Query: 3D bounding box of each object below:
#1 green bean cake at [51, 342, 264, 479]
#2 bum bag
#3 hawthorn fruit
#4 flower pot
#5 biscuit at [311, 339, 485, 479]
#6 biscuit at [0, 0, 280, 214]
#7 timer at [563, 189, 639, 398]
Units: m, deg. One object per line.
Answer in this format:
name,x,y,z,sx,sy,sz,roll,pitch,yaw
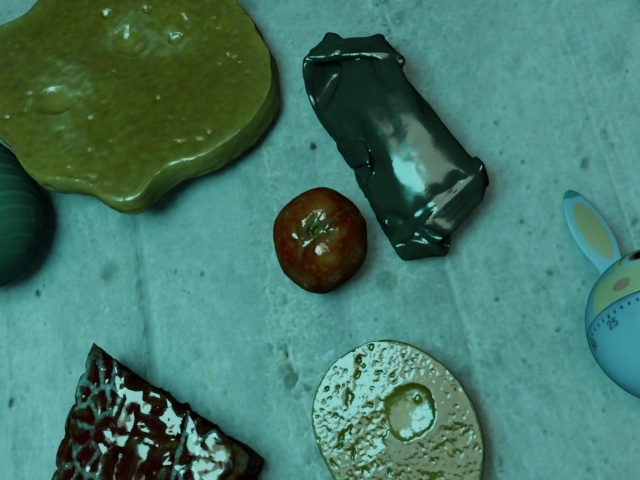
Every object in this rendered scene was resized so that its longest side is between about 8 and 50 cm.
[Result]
green bean cake,-0.183,0.244,0.725,0.233,0.097,0.198,13,78,15
bum bag,0.089,-0.130,0.780,0.142,0.080,0.326,-31,75,11
hawthorn fruit,0.000,0.000,0.742,0.128,0.128,0.128,-3,75,11
flower pot,-0.465,-0.044,0.827,0.189,0.157,0.243,-44,69,4
biscuit,0.084,0.214,0.701,0.181,0.049,0.208,-23,74,5
biscuit,-0.257,-0.220,0.864,0.365,0.062,0.385,-41,71,-13
timer,0.341,0.035,0.637,0.175,0.175,0.255,-6,73,10
